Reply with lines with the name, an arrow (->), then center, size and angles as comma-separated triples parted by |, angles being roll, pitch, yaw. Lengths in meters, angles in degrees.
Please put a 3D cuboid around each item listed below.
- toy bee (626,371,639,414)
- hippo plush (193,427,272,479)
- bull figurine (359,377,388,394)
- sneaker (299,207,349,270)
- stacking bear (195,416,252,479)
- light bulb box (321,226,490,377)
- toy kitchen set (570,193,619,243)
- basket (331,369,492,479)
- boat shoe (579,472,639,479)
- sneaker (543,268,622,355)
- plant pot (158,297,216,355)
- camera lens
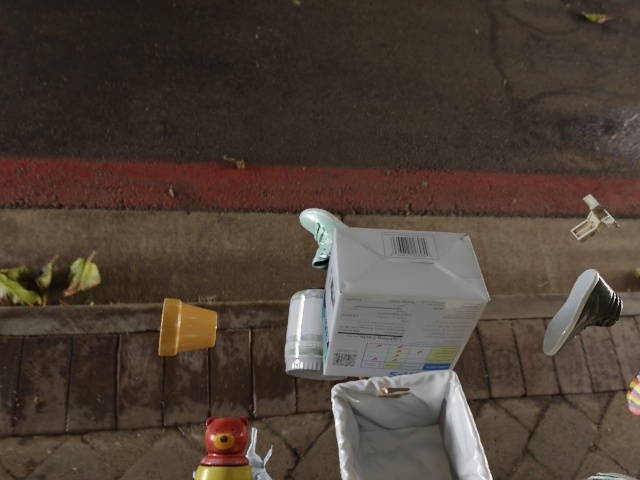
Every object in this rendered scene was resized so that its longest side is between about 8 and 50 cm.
toy bee -> 0.749, 0.259, 0.985 | 0.195, 0.299, 0.162 | 27, 61, -49
hippo plush -> -0.272, 0.813, 1.647 | 0.237, 0.293, 0.234 | 0, 18, -40
bull figurine -> 0.196, 0.567, 1.718 | 0.101, 0.188, 0.310 | -22, 32, 1
sneaker -> 0.000, 0.000, 1.529 | 0.256, 0.094, 0.151 | 30, 55, 32
stacking bear -> -0.239, 0.585, 1.272 | 0.176, 0.164, 0.288 | 0, 70, 1
light bulb box -> 0.193, 0.174, 1.353 | 0.359, 0.360, 0.225 | 4, 45, -5
toy kitchen set -> 0.547, -0.032, 1.042 | 0.083, 0.075, 0.068 | 33, 27, -37
basket -> 0.210, 0.538, 1.285 | 0.329, 0.266, 0.331 | -7, 47, -1
boat shoe -> 0.386, 0.306, 0.552 | 0.070, 0.219, 0.077 | 19, 73, -32
sneaker -> 0.792, 0.245, 1.539 | 0.147, 0.104, 0.295 | 35, 83, -4
plant pot -> -0.476, 0.317, 1.865 | 0.188, 0.205, 0.204 | 6, 65, -14
camera lens -> -0.001, 0.305, 1.701 | 0.220, 0.219, 0.274 | 9, 66, -8
